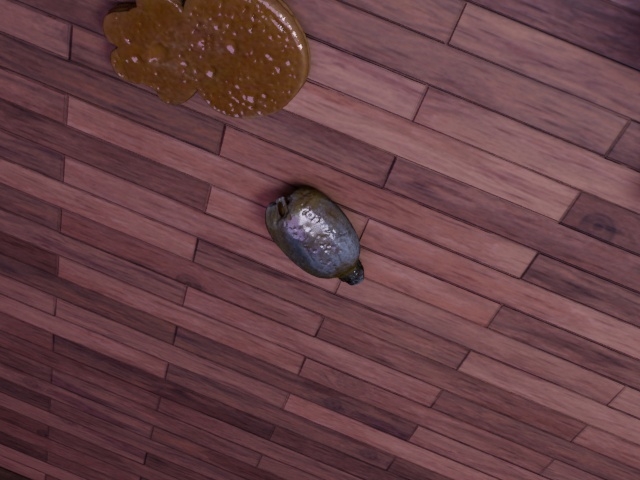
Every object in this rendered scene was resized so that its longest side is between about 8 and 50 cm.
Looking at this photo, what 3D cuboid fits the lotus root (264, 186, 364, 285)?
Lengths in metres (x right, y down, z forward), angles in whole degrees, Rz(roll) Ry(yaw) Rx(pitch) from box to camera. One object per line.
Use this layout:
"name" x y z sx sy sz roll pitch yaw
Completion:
"lotus root" 0.000 0.000 1.194 0.113 0.088 0.192 -29 116 30

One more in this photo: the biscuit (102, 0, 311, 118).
"biscuit" -0.154 -0.259 1.052 0.289 0.044 0.202 5 130 18
